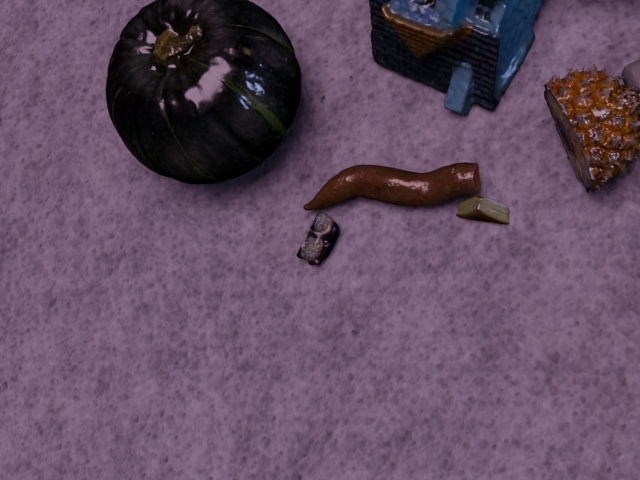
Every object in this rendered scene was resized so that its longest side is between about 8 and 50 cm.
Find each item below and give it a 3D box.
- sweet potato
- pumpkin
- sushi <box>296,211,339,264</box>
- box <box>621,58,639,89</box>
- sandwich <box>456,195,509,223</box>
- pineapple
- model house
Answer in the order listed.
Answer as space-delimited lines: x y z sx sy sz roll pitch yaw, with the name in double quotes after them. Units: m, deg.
0.107 -0.085 1.615 0.281 0.059 0.067 0 108 24 "sweet potato"
-0.187 -0.247 1.674 0.323 0.241 0.323 -13 64 27 "pumpkin"
0.000 0.000 1.645 0.046 0.044 0.083 26 85 4 "sushi"
0.521 -0.158 1.487 0.103 0.055 0.244 -24 66 12 "box"
0.240 -0.047 1.563 0.083 0.044 0.031 6 71 20 "sandwich"
0.408 -0.174 1.480 0.136 0.161 0.176 -23 70 6 "pineapple"
0.170 -0.336 1.607 0.261 0.226 0.241 27 113 27 "model house"
